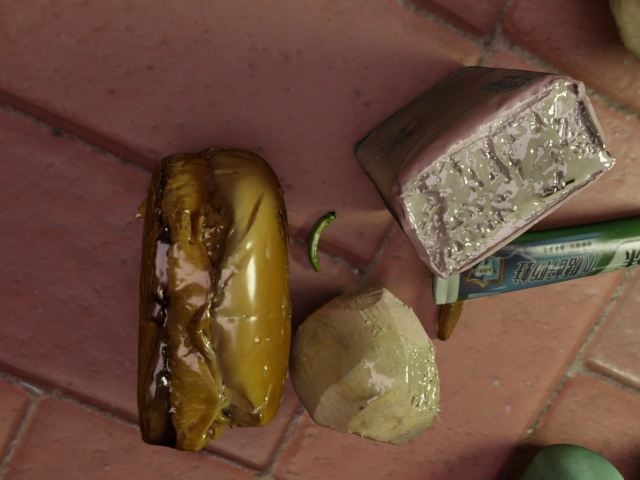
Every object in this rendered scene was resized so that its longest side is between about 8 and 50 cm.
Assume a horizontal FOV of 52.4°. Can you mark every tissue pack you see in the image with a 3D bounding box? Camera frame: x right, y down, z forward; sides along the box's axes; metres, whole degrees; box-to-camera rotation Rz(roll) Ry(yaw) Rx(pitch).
[{"bbox_3d":[0.150,-0.090,0.690,0.201,0.271,0.124,-37,107,6],"label":"tissue pack"}]

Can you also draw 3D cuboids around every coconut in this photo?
[{"bbox_3d":[0.051,0.148,0.800,0.194,0.194,0.195,-1,105,-4],"label":"coconut"}]

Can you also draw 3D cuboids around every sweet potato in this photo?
[{"bbox_3d":[0.196,0.040,0.847,0.050,0.050,0.214,25,106,-10],"label":"sweet potato"}]

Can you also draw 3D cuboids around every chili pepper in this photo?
[{"bbox_3d":[0.000,0.000,0.833,0.030,0.017,0.083,20,102,-11],"label":"chili pepper"}]

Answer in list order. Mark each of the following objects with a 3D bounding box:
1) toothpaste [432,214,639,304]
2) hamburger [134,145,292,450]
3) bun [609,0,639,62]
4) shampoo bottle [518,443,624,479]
[{"bbox_3d":[0.325,0.012,0.816,0.391,0.061,0.099,-9,125,-12],"label":"toothpaste"},{"bbox_3d":[-0.118,0.058,0.701,0.174,0.284,0.305,-3,105,-6],"label":"hamburger"},{"bbox_3d":[0.472,-0.305,0.681,0.352,0.227,0.349,-10,106,1],"label":"bun"},{"bbox_3d":[0.296,0.444,0.907,0.221,0.151,0.350,28,102,-5],"label":"shampoo bottle"}]
